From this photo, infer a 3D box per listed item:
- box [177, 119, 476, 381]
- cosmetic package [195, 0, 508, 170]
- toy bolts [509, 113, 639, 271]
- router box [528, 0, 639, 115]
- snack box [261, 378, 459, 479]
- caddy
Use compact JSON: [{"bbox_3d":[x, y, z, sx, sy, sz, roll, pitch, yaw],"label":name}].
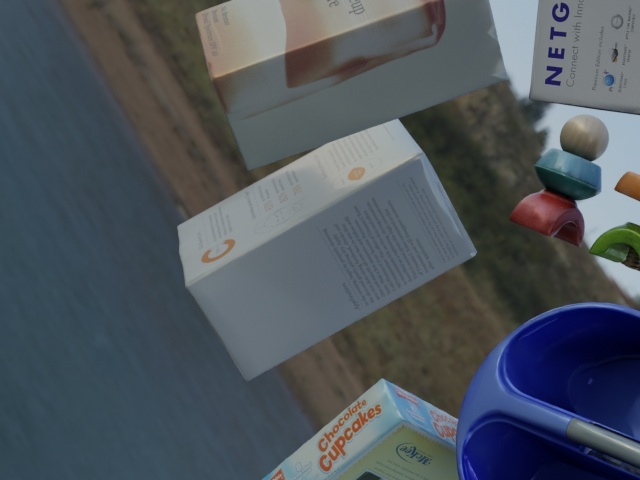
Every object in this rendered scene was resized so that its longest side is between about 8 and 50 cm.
[{"bbox_3d":[0.000,0.000,1.783,0.168,0.345,0.215,60,3,-23],"label":"box"},{"bbox_3d":[0.030,-0.208,1.423,0.153,0.296,0.129,-110,180,-51],"label":"cosmetic package"},{"bbox_3d":[0.371,-0.054,1.619,0.228,0.158,0.218,25,6,35],"label":"toy bolts"},{"bbox_3d":[0.321,-0.254,1.014,0.301,0.082,0.335,13,-76,40],"label":"router box"},{"bbox_3d":[0.101,0.268,1.372,0.322,0.187,0.060,33,22,-42],"label":"snack box"},{"bbox_3d":[0.282,0.195,1.152,0.341,0.241,0.179,19,-9,37],"label":"caddy"}]
